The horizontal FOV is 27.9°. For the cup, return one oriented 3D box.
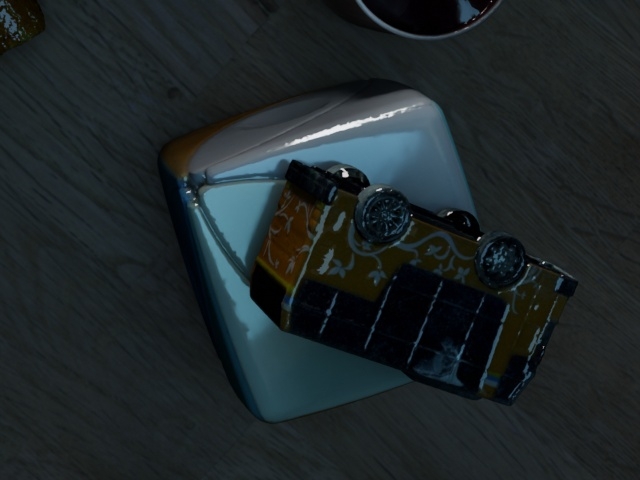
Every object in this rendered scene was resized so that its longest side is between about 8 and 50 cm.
[{"bbox_3d":[0.135,-0.387,1.666,0.288,0.273,0.208,-39,107,-4],"label":"cup"}]

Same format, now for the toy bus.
[{"bbox_3d":[0.099,0.048,1.432,0.323,0.162,0.194,21,95,-21],"label":"toy bus"}]

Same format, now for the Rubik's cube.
[{"bbox_3d":[0.000,0.000,1.673,0.347,0.352,0.351,-19,102,-9],"label":"Rubik's cube"}]

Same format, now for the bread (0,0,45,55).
[{"bbox_3d":[-0.426,-0.321,1.628,0.103,0.132,0.172,-32,104,-18],"label":"bread"}]
